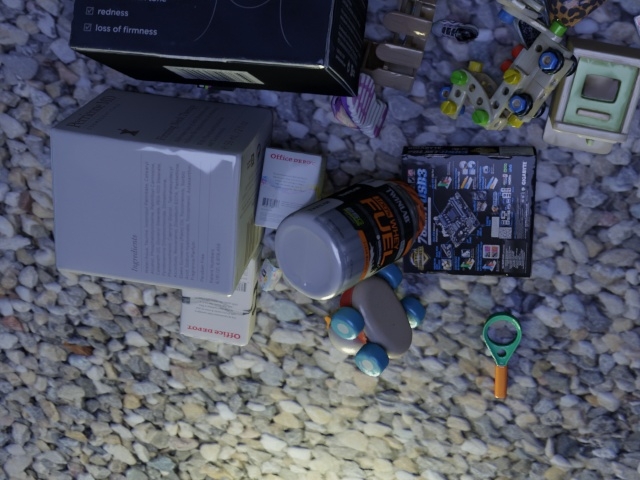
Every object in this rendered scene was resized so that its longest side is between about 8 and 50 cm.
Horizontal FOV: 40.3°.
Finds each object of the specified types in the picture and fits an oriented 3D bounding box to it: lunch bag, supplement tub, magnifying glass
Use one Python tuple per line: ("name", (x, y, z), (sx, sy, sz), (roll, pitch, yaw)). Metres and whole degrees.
("lunch bag", (-0.116, 0.074, 2.088), (0.053, 0.083, 0.071), (23, 116, -1))
("supplement tub", (0.071, -0.015, 1.848), (0.194, 0.316, 0.193), (21, 124, 35))
("magnifying glass", (0.440, 0.280, 2.119), (0.092, 0.026, 0.230), (0, 115, 9))

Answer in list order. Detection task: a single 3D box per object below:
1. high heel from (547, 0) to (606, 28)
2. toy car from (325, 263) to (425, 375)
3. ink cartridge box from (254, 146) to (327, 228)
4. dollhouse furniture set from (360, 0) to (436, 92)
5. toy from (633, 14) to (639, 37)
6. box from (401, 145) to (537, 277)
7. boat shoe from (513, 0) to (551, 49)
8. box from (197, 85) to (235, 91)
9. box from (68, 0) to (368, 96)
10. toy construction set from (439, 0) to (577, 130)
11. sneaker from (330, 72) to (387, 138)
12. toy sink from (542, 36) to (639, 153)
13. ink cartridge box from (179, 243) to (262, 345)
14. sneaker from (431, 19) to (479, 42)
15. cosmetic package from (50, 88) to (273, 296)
("high heel", (0.586, -0.481, 1.717), (0.261, 0.093, 0.186), (11, 118, -2))
("toy car", (0.082, 0.194, 2.075), (0.238, 0.219, 0.210), (-16, 113, 47))
("ink cartridge box", (-0.063, -0.114, 1.945), (0.128, 0.127, 0.176), (11, 97, 6))
("dollhouse furniture set", (0.136, -0.434, 1.752), (0.161, 0.212, 0.242), (14, 142, 1))
("toy", (0.738, -0.365, 1.762), (0.137, 0.056, 0.237), (-20, 109, 19))
("box", (0.329, -0.063, 1.956), (0.294, 0.073, 0.295), (1, 113, 12))
("boat shoe", (0.426, -0.458, 1.758), (0.079, 0.081, 0.227), (-17, 110, 16))
("box", (-0.225, -0.368, 1.925), (0.083, 0.052, 0.062), (8, 116, 5))
("box", (-0.157, -0.533, 1.597), (0.480, 0.297, 0.471), (7, 91, 12))
("toy construction set", (0.373, -0.352, 1.732), (0.215, 0.151, 0.327), (50, 138, 28))
("sneaker", (0.065, -0.287, 1.837), (0.105, 0.236, 0.095), (20, 84, 18))
("toy sink", (0.558, -0.280, 1.789), (0.153, 0.131, 0.234), (12, 116, 5))
("ink cartridge box", (-0.242, 0.120, 2.120), (0.172, 0.100, 0.237), (10, 114, 5))
("sneaker", (0.278, -0.431, 1.802), (0.098, 0.069, 0.038), (5, 114, 7))
("cosmetic package", (-0.335, -0.114, 1.905), (0.394, 0.329, 0.327), (8, 116, 5))
